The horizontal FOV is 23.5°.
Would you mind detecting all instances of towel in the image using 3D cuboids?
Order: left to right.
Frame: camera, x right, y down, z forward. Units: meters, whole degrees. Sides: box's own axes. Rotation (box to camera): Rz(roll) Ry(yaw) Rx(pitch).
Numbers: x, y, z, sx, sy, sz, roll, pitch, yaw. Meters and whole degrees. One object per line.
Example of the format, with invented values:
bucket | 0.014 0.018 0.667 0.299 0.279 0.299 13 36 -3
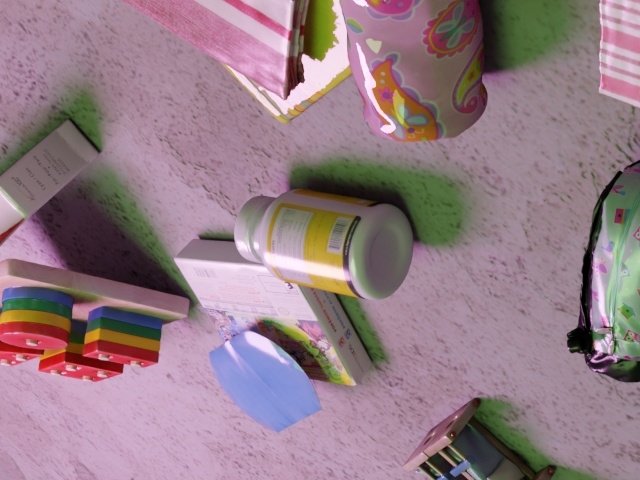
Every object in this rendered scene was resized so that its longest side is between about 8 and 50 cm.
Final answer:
towel | -0.100 -0.311 1.436 0.237 0.037 0.329 33 142 22
towel | -0.012 -0.194 1.514 0.102 0.021 0.237 44 147 -10
towel | 0.292 -0.171 1.220 0.144 0.029 0.197 23 145 26

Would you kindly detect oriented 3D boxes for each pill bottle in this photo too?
pill bottle | 0.000 0.000 1.643 0.184 0.103 0.103 11 136 39

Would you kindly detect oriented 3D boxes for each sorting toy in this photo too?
sorting toy | -0.347 0.116 2.021 0.255 0.089 0.257 15 160 -31

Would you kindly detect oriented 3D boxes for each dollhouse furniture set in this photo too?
dollhouse furniture set | 0.151 0.303 1.760 0.129 0.183 0.129 41 147 1

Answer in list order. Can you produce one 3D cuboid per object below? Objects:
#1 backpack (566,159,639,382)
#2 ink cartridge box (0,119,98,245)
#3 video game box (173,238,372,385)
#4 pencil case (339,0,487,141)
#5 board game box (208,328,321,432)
backpack | 0.294 0.020 1.347 0.115 0.152 0.182 16 127 26
ink cartridge box | -0.435 -0.011 1.933 0.066 0.261 0.296 48 146 -10
video game box | -0.057 0.085 1.851 0.205 0.048 0.187 4 130 43
pencil case | 0.070 -0.221 1.313 0.124 0.124 0.284 16 138 34
board game box | -0.062 0.163 1.880 0.133 0.033 0.169 48 143 -5
